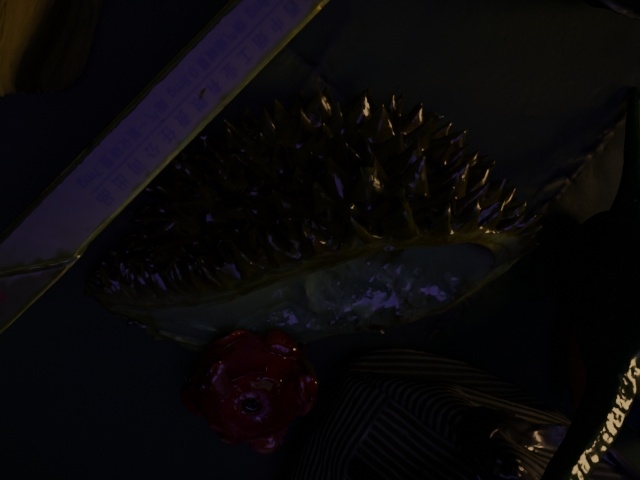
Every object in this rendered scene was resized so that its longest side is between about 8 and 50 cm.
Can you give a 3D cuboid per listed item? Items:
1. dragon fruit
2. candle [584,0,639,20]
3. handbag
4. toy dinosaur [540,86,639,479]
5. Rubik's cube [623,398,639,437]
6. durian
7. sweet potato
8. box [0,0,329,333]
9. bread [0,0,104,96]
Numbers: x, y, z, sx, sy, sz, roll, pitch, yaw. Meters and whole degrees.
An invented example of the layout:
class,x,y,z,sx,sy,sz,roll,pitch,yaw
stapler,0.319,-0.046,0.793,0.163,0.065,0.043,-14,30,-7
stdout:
class,x,y,z,sx,sy,sz,roll,pitch,yaw
dragon fruit,-0.058,0.130,0.505,0.126,0.068,0.112,-34,127,22
candle,0.289,-0.240,0.378,0.221,0.342,0.221,-3,116,-6
handbag,0.148,0.257,0.529,0.340,0.240,0.247,31,90,-17
toy dinosaur,0.202,0.042,0.459,0.301,0.087,0.447,13,62,-28
Rubik's cube,0.395,0.144,0.602,0.151,0.155,0.154,22,98,-19
durian,-0.003,-0.009,0.519,0.394,0.163,0.198,-15,145,-5
sweet potato,0.270,0.069,0.609,0.055,0.058,0.202,4,101,28
box,-0.114,-0.076,0.419,0.311,0.173,0.043,-46,108,0
bread,-0.296,-0.250,0.309,0.361,0.233,0.245,17,101,-13
